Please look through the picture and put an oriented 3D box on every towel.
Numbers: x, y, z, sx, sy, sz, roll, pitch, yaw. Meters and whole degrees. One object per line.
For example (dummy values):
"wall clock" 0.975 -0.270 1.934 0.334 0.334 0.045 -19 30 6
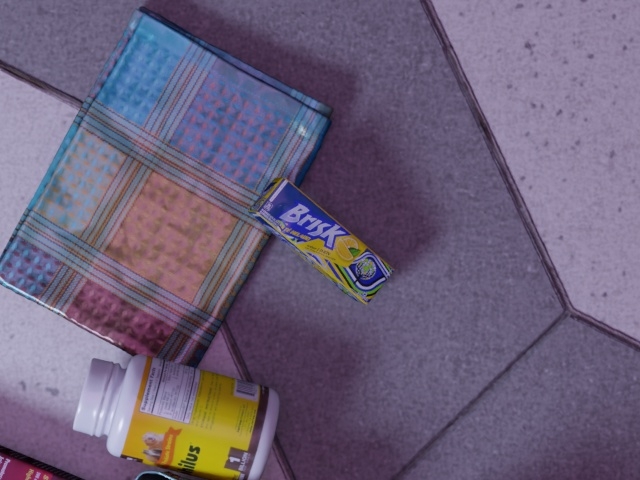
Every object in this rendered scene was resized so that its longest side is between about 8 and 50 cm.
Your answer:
"towel" -0.182 -0.056 1.788 0.271 0.040 0.370 28 85 3

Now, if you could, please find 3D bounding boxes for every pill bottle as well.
"pill bottle" -0.161 0.197 1.711 0.215 0.117 0.117 15 84 -6

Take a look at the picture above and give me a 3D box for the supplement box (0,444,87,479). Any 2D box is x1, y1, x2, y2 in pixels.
"supplement box" -0.341 0.312 1.732 0.239 0.073 0.130 21 84 1

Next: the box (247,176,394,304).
"box" 0.000 0.000 1.754 0.169 0.059 0.054 39 83 -11

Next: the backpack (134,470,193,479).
"backpack" -0.122 0.351 1.687 0.188 0.144 0.165 13 82 24
